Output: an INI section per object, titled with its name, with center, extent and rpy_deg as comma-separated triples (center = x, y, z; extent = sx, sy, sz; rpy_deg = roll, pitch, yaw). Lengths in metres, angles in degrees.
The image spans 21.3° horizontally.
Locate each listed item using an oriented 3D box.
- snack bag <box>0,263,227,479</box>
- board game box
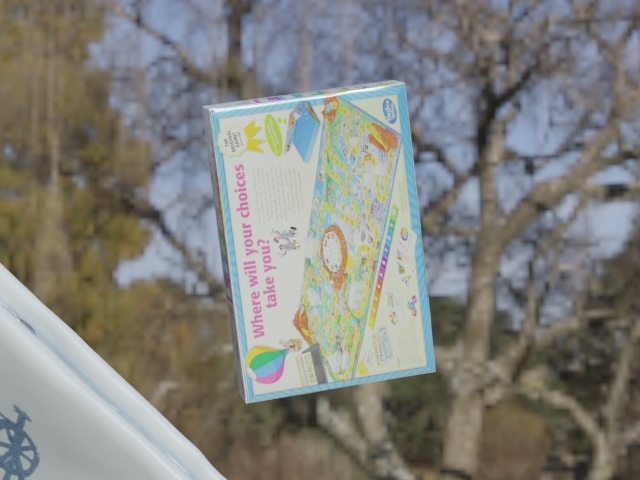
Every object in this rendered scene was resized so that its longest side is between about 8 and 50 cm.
[snack bag]
center = -0.192, 0.168, 0.890
extent = 0.037, 0.323, 0.343
rpy_deg = -29, -25, -53
[board game box]
center = 0.000, 0.000, 0.883
extent = 0.103, 0.154, 0.026
rpy_deg = -8, 10, -11
